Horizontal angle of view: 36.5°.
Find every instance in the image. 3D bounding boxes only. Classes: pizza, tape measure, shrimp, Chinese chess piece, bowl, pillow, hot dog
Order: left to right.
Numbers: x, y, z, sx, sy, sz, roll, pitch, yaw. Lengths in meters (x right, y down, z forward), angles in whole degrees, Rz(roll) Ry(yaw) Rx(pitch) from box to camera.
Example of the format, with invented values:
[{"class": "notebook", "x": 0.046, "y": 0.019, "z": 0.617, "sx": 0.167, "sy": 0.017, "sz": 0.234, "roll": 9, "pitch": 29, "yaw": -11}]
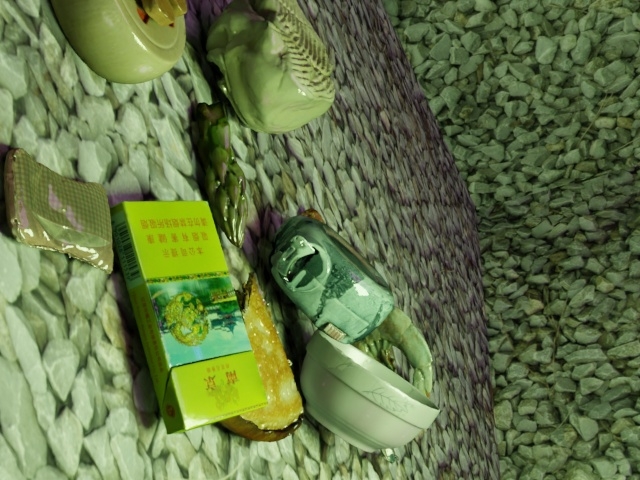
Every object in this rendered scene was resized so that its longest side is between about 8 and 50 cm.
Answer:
[{"class": "pillow", "x": -0.336, "y": -0.035, "z": 1.262, "sx": 0.211, "sy": 0.034, "sz": 0.135, "roll": 29, "pitch": 50, "yaw": -62}, {"class": "Chinese chess piece", "x": -0.311, "y": -0.374, "z": 1.498, "sx": 0.273, "sy": 0.102, "sz": 0.273, "roll": -16, "pitch": 90, "yaw": -71}, {"class": "pizza", "x": -0.127, "y": 0.209, "z": 1.591, "sx": 0.287, "sy": 0.074, "sz": 0.251, "roll": 71, "pitch": 19, "yaw": -1}, {"class": "hot dog", "x": 0.000, "y": 0.000, "z": 2.159, "sx": 0.071, "sy": 0.045, "sz": 0.165, "roll": -78, "pitch": 146, "yaw": -51}, {"class": "tape measure", "x": 0.011, "y": 0.075, "z": 1.886, "sx": 0.275, "sy": 0.147, "sz": 0.256, "roll": 43, "pitch": 9, "yaw": -15}, {"class": "bowl", "x": 0.073, "y": 0.304, "z": 1.867, "sx": 0.287, "sy": 0.143, "sz": 0.287, "roll": 34, "pitch": -1, "yaw": 0}, {"class": "shrimp", "x": 0.144, "y": 0.300, "z": 2.052, "sx": 0.085, "sy": 0.247, "sz": 0.360, "roll": -8, "pitch": 93, "yaw": -46}]

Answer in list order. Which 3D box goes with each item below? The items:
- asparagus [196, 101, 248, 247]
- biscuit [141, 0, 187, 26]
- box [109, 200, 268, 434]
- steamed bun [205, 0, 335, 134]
[{"class": "asparagus", "x": -0.175, "y": -0.124, "z": 1.724, "sx": 0.080, "sy": 0.080, "sz": 0.287, "roll": 15, "pitch": 62, "yaw": -68}, {"class": "biscuit", "x": -0.270, "y": -0.440, "z": 1.457, "sx": 0.144, "sy": 0.040, "sz": 0.236, "roll": -83, "pitch": 150, "yaw": -66}, {"class": "box", "x": -0.194, "y": 0.104, "z": 1.428, "sx": 0.187, "sy": 0.047, "sz": 0.334, "roll": -4, "pitch": 74, "yaw": -56}, {"class": "steamed bun", "x": -0.110, "y": -0.340, "z": 1.892, "sx": 0.275, "sy": 0.206, "sz": 0.320, "roll": 49, "pitch": 28, "yaw": -21}]
